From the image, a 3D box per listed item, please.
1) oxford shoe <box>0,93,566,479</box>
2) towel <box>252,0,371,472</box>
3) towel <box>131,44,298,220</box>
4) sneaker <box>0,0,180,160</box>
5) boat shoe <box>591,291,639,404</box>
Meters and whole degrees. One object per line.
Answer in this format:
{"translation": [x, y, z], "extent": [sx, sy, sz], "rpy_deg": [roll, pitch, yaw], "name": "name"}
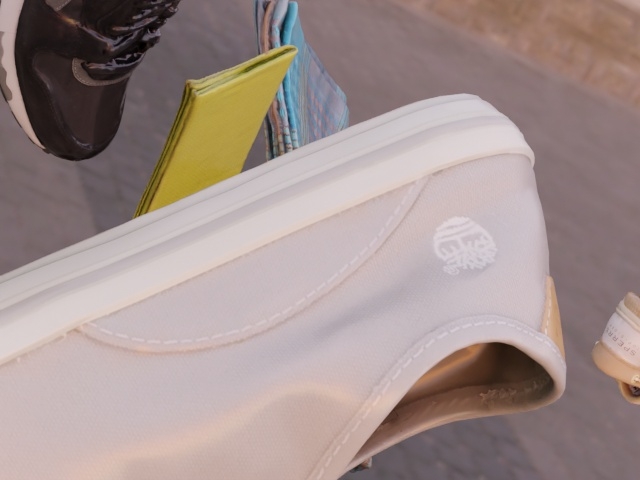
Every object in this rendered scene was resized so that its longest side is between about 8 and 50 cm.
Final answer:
{"translation": [-0.096, 0.090, 0.592], "extent": [0.130, 0.449, 0.169], "rpy_deg": [62, -16, 12], "name": "oxford shoe"}
{"translation": [0.000, 0.000, 1.458], "extent": [0.040, 0.370, 0.271], "rpy_deg": [-8, -18, 10], "name": "towel"}
{"translation": [-0.092, -0.046, 1.199], "extent": [0.021, 0.237, 0.102], "rpy_deg": [45, 47, 15], "name": "towel"}
{"translation": [-0.127, -0.168, 1.055], "extent": [0.124, 0.283, 0.107], "rpy_deg": [22, 33, 25], "name": "sneaker"}
{"translation": [0.222, 0.083, 1.113], "extent": [0.063, 0.059, 0.170], "rpy_deg": [46, 7, 34], "name": "boat shoe"}
